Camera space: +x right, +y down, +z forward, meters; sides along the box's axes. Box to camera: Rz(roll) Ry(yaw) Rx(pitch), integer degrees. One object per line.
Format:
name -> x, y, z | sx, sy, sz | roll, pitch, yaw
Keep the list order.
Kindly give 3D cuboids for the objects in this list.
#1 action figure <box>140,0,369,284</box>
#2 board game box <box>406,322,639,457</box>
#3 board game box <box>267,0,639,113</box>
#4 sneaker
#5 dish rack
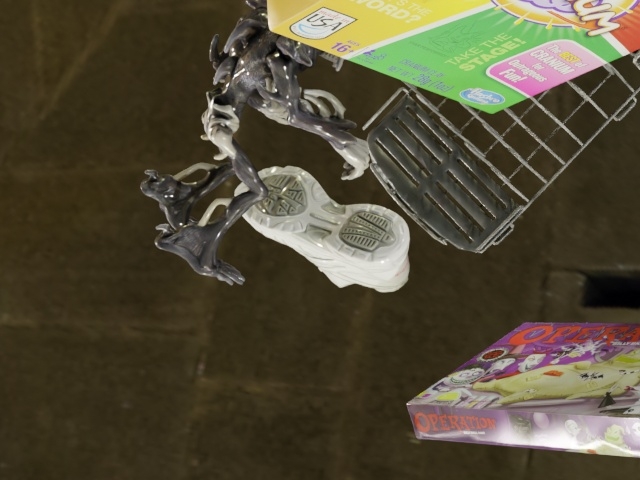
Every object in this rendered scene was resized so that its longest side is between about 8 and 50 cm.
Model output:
action figure -> -0.044, -0.108, 1.303 | 0.275, 0.141, 0.164 | -59, 35, 17
board game box -> 0.276, 0.143, 1.492 | 0.347, 0.208, 0.056 | -4, 105, 49
board game box -> 0.154, -0.196, 1.041 | 0.316, 0.242, 0.064 | -22, 62, 45
sneaker -> 0.000, 0.000, 1.666 | 0.232, 0.115, 0.090 | 28, 62, 31
dish rack -> 0.158, -0.133, 1.325 | 0.271, 0.074, 0.208 | -47, 52, 9
